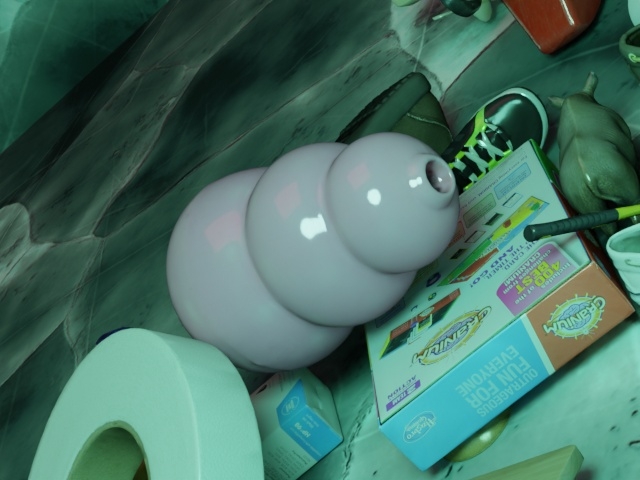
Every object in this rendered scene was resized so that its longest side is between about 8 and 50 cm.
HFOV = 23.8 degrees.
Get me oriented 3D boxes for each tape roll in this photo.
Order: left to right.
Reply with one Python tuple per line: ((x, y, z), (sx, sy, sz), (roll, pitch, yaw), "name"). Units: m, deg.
((-0.180, 0.278, 1.423), (0.392, 0.072, 0.392), (-29, 55, 51), "tape roll")

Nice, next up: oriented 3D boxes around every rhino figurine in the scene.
((0.267, -0.087, 1.454), (0.073, 0.106, 0.243), (-35, 25, 22), "rhino figurine")

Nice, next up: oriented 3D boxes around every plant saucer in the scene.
((0.136, 0.162, 1.371), (0.083, 0.015, 0.083), (-36, 24, 19), "plant saucer")

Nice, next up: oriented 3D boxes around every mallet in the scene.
((0.264, -0.026, 1.304), (0.189, 0.039, 0.062), (-11, -11, -30), "mallet")

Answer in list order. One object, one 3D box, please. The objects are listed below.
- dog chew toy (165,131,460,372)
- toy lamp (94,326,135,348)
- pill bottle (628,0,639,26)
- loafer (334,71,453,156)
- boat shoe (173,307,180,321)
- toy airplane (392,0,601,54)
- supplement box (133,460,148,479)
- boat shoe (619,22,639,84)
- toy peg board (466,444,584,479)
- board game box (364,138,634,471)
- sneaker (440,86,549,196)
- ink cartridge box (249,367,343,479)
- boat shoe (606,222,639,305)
((0.000, 0.000, 1.442), (0.332, 0.206, 0.207), (-30, 26, 44), "dog chew toy")
((-0.217, 0.159, 1.904), (0.080, 0.080, 0.274), (-50, 25, -13), "toy lamp")
((0.390, -0.255, 1.568), (0.137, 0.078, 0.078), (-11, 40, 53), "pill bottle")
((0.037, -0.038, 1.707), (0.366, 0.130, 0.134), (-47, 8, -22), "loafer")
((-0.139, 0.045, 1.934), (0.112, 0.095, 0.335), (-42, 23, 6), "boat shoe")
((0.252, -0.440, 1.875), (0.386, 0.272, 0.384), (27, 105, 53), "toy airplane")
((-0.185, 0.264, 1.664), (0.233, 0.078, 0.080), (-49, 20, -10), "supplement box")
((0.417, -0.202, 1.414), (0.305, 0.091, 0.109), (-20, 33, 46), "boat shoe")
((0.130, 0.254, 1.173), (0.161, 0.079, 0.160), (-26, 13, 37), "toy peg board")
((0.152, 0.050, 1.443), (0.242, 0.064, 0.316), (-39, 19, 14), "board game box")
((0.155, -0.061, 1.615), (0.235, 0.084, 0.097), (-49, -1, 18), "sneaker")
((-0.068, 0.217, 1.564), (0.180, 0.060, 0.104), (-41, 23, 10), "ink cartridge box")
((0.334, -0.002, 1.234), (0.226, 0.076, 0.083), (-26, 29, 38), "boat shoe")
